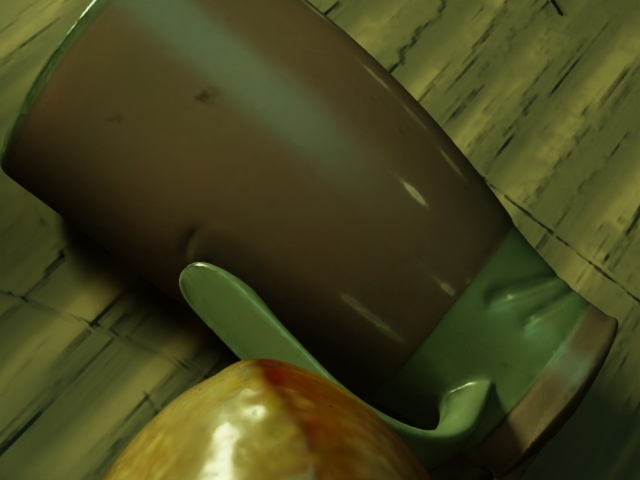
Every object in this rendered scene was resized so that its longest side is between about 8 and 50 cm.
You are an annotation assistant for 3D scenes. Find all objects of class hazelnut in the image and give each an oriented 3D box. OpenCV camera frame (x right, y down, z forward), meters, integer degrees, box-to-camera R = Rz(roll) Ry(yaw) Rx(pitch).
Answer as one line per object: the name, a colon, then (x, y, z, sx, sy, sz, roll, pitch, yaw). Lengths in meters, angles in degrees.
hazelnut: (-0.018, 0.127, 0.577, 0.150, 0.150, 0.150, 12, 47, -13)

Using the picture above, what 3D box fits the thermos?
thermos: (0.000, 0.000, 0.702, 0.265, 0.146, 0.176, 40, 37, 4)
